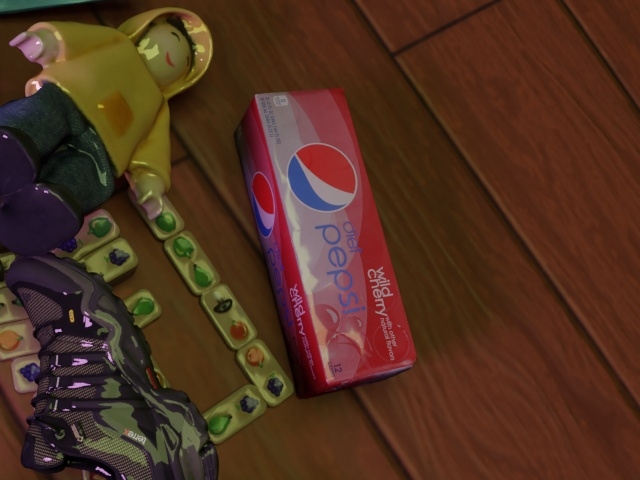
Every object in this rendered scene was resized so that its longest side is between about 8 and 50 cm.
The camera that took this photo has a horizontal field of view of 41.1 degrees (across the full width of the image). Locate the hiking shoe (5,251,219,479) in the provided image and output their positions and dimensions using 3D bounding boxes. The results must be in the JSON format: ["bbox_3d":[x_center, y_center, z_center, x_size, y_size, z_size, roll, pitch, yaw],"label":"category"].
[{"bbox_3d":[-0.175,0.108,0.615,0.114,0.086,0.227,-34,76,-30],"label":"hiking shoe"}]

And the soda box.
[{"bbox_3d":[0.000,0.000,0.762,0.092,0.083,0.263,-9,75,-23],"label":"soda box"}]

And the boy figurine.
[{"bbox_3d":[-0.170,-0.102,0.694,0.177,0.092,0.285,60,34,-22],"label":"boy figurine"}]

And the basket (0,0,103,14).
[{"bbox_3d":[-0.281,-0.230,0.653,0.288,0.255,0.201,-15,81,-6],"label":"basket"}]

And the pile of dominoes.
[{"bbox_3d":[-0.160,0.071,0.703,0.196,0.040,0.251,-32,84,-26],"label":"pile of dominoes"}]
